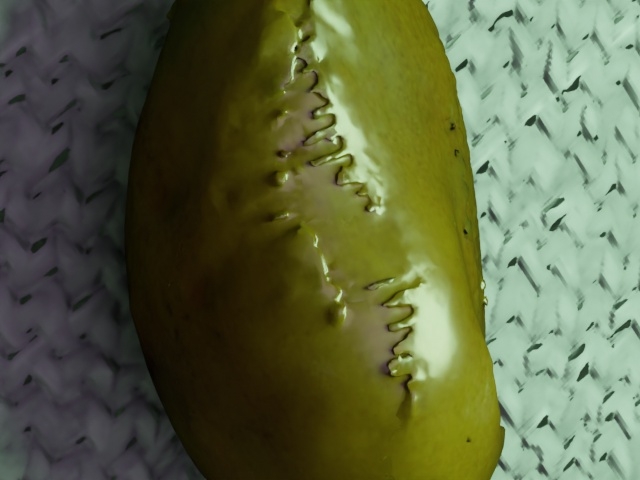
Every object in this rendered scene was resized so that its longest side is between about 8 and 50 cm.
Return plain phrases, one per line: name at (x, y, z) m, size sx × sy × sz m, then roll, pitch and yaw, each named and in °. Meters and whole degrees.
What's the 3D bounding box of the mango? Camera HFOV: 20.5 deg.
mango at (0.000, 0.000, 0.676) m, size 0.151 × 0.156 × 0.248 m, roll -9°, pitch 101°, yaw -23°
